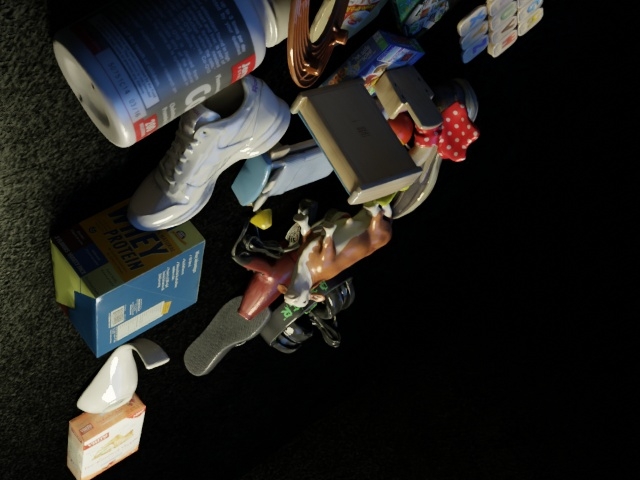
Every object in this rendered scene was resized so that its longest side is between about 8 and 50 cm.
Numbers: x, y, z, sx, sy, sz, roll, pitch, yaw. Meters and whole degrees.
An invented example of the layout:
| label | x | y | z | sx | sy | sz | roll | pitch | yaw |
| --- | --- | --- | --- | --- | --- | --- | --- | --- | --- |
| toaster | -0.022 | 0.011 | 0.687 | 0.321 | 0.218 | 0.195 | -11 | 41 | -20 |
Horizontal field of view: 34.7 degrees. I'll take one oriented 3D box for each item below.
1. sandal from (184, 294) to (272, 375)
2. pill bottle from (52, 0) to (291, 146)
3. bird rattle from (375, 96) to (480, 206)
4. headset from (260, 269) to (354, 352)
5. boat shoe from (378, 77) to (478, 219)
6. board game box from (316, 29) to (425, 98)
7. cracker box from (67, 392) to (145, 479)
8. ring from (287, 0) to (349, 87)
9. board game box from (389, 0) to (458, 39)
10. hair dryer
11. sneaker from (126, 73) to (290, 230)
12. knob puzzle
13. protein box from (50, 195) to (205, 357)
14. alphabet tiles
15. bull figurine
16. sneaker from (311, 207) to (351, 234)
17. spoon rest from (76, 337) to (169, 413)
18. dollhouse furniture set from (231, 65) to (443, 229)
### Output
| label | x | y | z | sx | sy | sz | roll | pitch | yaw |
| --- | --- | --- | --- | --- | --- | --- | --- | --- | --- |
| sandal | -0.203 | 0.202 | 2.258 | 0.254 | 0.097 | 0.054 | -39 | 161 | 24 |
| pill bottle | -0.171 | -0.253 | 1.274 | 0.283 | 0.161 | 0.161 | -34 | 159 | -16 |
| bird rattle | 0.162 | -0.193 | 1.951 | 0.253 | 0.207 | 0.143 | -38 | -160 | 20 |
| headset | -0.017 | 0.173 | 2.383 | 0.243 | 0.185 | 0.394 | -39 | 175 | -4 |
| boat shoe | 0.182 | -0.193 | 2.116 | 0.130 | 0.132 | 0.355 | 3 | 130 | -35 |
| board game box | 0.073 | -0.281 | 1.785 | 0.201 | 0.035 | 0.136 | -40 | 162 | 27 |
| cracker box | -0.477 | 0.434 | 2.268 | 0.156 | 0.067 | 0.232 | -29 | 156 | -30 |
| ring | 0.024 | -0.362 | 1.331 | 0.336 | 0.032 | 0.336 | 16 | 90 | -81 |
| board game box | 0.176 | -0.415 | 1.706 | 0.136 | 0.030 | 0.260 | -39 | 168 | 1 |
| hair dryer | -0.123 | 0.043 | 2.108 | 0.224 | 0.080 | 0.293 | -21 | 137 | -37 |
| sneaker | -0.196 | -0.145 | 1.575 | 0.305 | 0.114 | 0.152 | -42 | 142 | 1 |
| knob puzzle | 0.044 | -0.370 | 1.600 | 0.213 | 0.030 | 0.213 | -39 | 167 | -11 |
| protein box | -0.315 | 0.051 | 1.675 | 0.201 | 0.136 | 0.200 | -30 | 157 | -27 |
| alphabet tiles | 0.385 | -0.470 | 2.024 | 0.278 | 0.021 | 0.284 | -40 | 159 | -3 |
| bull figurine | 0.028 | 0.007 | 2.089 | 0.310 | 0.101 | 0.188 | -34 | 145 | -29 |
| sneaker | 0.000 | 0.000 | 2.203 | 0.063 | 0.075 | 0.170 | 21 | 106 | -41 |
| spoon rest | -0.405 | 0.274 | 2.083 | 0.137 | 0.084 | 0.276 | -17 | 162 | -46 |
| dollhouse furniture set | 0.043 | -0.116 | 1.800 | 0.286 | 0.198 | 0.303 | -19 | 161 | -35 |
